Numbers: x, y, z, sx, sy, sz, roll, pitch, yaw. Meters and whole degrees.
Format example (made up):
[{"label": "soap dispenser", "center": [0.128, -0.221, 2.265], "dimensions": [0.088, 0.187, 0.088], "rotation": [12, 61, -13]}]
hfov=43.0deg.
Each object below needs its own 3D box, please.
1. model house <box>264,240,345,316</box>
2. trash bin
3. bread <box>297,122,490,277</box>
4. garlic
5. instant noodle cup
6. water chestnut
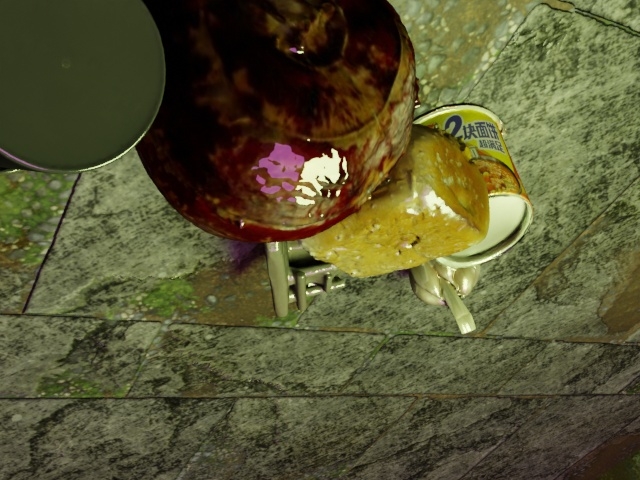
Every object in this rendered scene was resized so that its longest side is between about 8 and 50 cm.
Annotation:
[{"label": "model house", "center": [-0.007, -0.003, 1.265], "dimensions": [0.188, 0.122, 0.229], "rotation": [-18, 138, -13]}, {"label": "trash bin", "center": [-0.294, -0.165, 0.766], "dimensions": [0.214, 0.333, 0.214], "rotation": [-7, 102, -37]}, {"label": "bread", "center": [0.083, -0.063, 1.093], "dimensions": [0.246, 0.176, 0.195], "rotation": [-21, 147, 33]}, {"label": "garlic", "center": [0.230, 0.074, 1.433], "dimensions": [0.131, 0.194, 0.127], "rotation": [-34, 152, 8]}, {"label": "instant noodle cup", "center": [0.216, -0.073, 1.243], "dimensions": [0.213, 0.174, 0.213], "rotation": [-13, 142, -10]}, {"label": "water chestnut", "center": [-0.066, -0.164, 0.907], "dimensions": [0.350, 0.351, 0.302], "rotation": [3, 166, -30]}]
